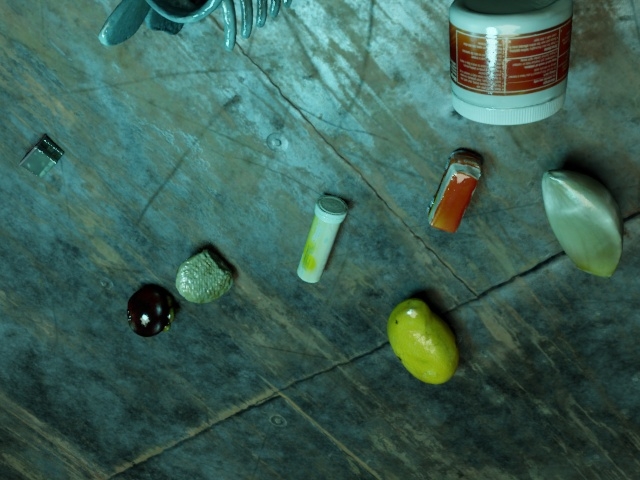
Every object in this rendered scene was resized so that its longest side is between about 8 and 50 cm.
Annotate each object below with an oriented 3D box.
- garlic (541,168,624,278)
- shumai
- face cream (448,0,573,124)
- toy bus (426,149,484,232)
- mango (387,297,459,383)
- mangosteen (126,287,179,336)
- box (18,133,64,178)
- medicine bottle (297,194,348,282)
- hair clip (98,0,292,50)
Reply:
[{"bbox_3d":[0.542,-0.035,1.447,0.143,0.112,0.318,5,137,40],"label":"garlic"},{"bbox_3d":[-0.302,0.085,1.768,0.145,0.145,0.116,56,162,-25],"label":"shumai"},{"bbox_3d":[0.324,-0.325,1.230,0.201,0.201,0.187,1,126,14],"label":"face cream"},{"bbox_3d":[0.281,-0.098,1.488,0.079,0.077,0.174,18,129,1],"label":"toy bus"},{"bbox_3d":[0.248,0.237,1.731,0.157,0.109,0.262,-6,120,30],"label":"mango"},{"bbox_3d":[-0.437,0.188,1.874,0.140,0.140,0.140,7,127,10],"label":"mangosteen"},{"bbox_3d":[-0.653,-0.194,1.677,0.085,0.060,0.063,-32,120,31],"label":"box"},{"bbox_3d":[0.000,0.000,1.642,0.074,0.074,0.218,19,130,0],"label":"medicine bottle"},{"bbox_3d":[-0.195,-0.463,1.178,0.238,0.318,0.392,19,127,10],"label":"hair clip"}]
